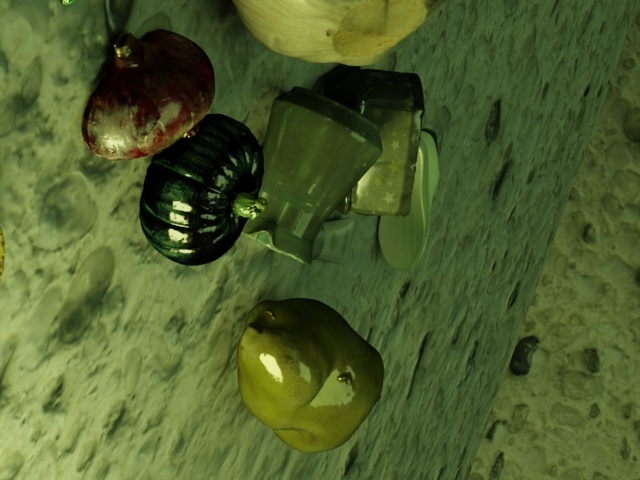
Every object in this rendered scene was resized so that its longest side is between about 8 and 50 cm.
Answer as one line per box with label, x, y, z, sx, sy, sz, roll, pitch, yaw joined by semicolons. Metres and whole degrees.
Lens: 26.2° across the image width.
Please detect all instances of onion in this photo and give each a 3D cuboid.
onion;-0.185;-0.170;1.598;0.206;0.098;0.151;-53;152;-36

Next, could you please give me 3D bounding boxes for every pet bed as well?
pet bed;0.068;-0.153;2.126;0.183;0.159;0.210;-91;-172;-62

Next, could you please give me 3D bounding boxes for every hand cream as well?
hand cream;0.000;0.000;2.204;0.255;0.048;0.079;2;104;-67

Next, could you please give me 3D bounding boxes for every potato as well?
potato;-0.024;0.197;2.108;0.351;0.203;0.218;49;51;-55

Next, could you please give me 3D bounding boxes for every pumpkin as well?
pumpkin;-0.147;-0.063;1.719;0.194;0.150;0.194;-52;-174;8

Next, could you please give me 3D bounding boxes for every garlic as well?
garlic;0.017;-0.362;1.711;0.318;0.259;0.317;-20;146;-14

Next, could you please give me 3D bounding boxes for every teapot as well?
teapot;-0.026;-0.088;1.963;0.225;0.171;0.203;-63;-179;-2

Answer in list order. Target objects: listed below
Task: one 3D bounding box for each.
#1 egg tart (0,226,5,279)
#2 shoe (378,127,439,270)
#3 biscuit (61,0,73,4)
egg tart;-0.368;0.031;1.403;0.129;0.049;0.128;16;90;-73
shoe;0.171;-0.078;2.475;0.110;0.095;0.264;-39;139;-53
biscuit;-0.248;-0.285;1.473;0.089;0.016;0.046;-43;144;-48
